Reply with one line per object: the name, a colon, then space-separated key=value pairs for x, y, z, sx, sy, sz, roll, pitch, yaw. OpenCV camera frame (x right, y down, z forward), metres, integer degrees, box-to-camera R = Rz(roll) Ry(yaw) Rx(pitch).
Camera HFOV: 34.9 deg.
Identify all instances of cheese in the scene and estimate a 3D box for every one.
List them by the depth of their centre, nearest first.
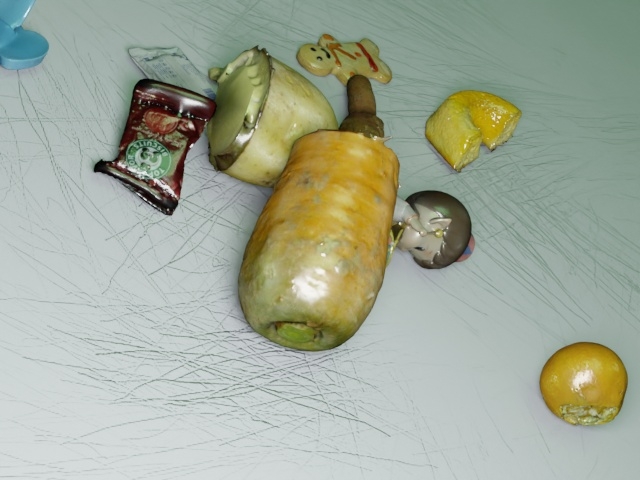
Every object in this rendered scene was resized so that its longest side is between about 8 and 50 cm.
cheese: x=-0.178 y=-0.326 z=1.995 sx=0.083 sy=0.044 sz=0.030 roll=-2 pitch=68 yaw=-36

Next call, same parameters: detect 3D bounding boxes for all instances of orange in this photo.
orange: x=0.458 y=0.250 z=1.757 sx=0.154 sy=0.155 sz=0.134 roll=9 pitch=37 yaw=-26

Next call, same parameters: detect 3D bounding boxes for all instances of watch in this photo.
watch: x=-0.555 y=-0.401 z=1.711 sx=0.211 sy=0.193 sz=0.211 roll=18 pitch=41 yaw=-16

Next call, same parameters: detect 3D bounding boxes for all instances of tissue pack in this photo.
tissue pack: x=-0.266 y=-0.303 z=1.928 sx=0.122 sy=0.026 sz=0.193 roll=-23 pitch=65 yaw=-45

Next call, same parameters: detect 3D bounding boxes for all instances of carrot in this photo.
carrot: x=0.000 y=0.000 z=1.620 sx=0.224 sy=0.224 sz=0.341 roll=21 pitch=62 yaw=-14

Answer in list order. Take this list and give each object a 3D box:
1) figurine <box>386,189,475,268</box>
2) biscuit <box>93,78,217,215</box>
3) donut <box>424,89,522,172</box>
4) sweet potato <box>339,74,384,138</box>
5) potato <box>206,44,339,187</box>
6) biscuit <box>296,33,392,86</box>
figurine: x=0.176 y=-0.015 z=1.848 sx=0.275 sy=0.158 sz=0.161 roll=5 pitch=7 yaw=-28
biscuit: x=-0.283 y=-0.166 z=1.740 sx=0.151 sy=0.063 sz=0.235 roll=21 pitch=59 yaw=-5
donut: x=0.317 y=-0.256 z=2.213 sx=0.152 sy=0.101 sz=0.259 roll=41 pitch=45 yaw=17
sweet potato: x=0.077 y=-0.217 z=2.011 sx=0.109 sy=0.109 sz=0.385 roll=27 pitch=36 yaw=-8
potato: x=-0.077 y=-0.204 z=1.822 sx=0.242 sy=0.242 sz=0.285 roll=15 pitch=22 yaw=-20
biscuit: x=0.051 y=-0.394 z=2.219 sx=0.234 sy=0.030 sz=0.153 roll=-3 pitch=51 yaw=-35
